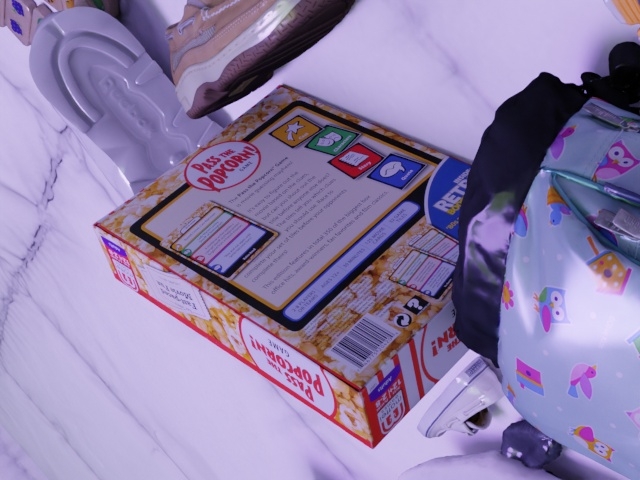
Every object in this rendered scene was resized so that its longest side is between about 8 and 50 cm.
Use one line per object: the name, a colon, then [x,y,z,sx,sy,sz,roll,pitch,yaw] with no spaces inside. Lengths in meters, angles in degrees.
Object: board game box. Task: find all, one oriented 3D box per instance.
board game box: [0.000,0.000,0.544,0.193,0.147,0.045,29,147,36]

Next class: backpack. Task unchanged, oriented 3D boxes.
backpack: [0.142,0.029,0.406,0.182,0.115,0.152,29,145,29]

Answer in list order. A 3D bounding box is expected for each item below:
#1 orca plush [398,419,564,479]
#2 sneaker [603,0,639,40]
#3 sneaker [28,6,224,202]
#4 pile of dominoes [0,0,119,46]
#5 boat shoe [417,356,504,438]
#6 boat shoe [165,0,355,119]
orca plush: [0.172,0.186,0.639,0.287,0.102,0.151,-19,65,51]
sneaker: [0.114,-0.133,0.275,0.083,0.084,0.215,9,135,40]
sneaker: [-0.109,-0.057,0.721,0.235,0.090,0.095,57,168,-18]
pile of dominoes: [-0.238,-0.202,0.757,0.251,0.040,0.196,37,151,23]
boat shoe: [0.092,0.110,0.677,0.035,0.035,0.100,45,147,14]
boat shoe: [-0.047,-0.120,0.554,0.190,0.068,0.072,-19,98,62]
